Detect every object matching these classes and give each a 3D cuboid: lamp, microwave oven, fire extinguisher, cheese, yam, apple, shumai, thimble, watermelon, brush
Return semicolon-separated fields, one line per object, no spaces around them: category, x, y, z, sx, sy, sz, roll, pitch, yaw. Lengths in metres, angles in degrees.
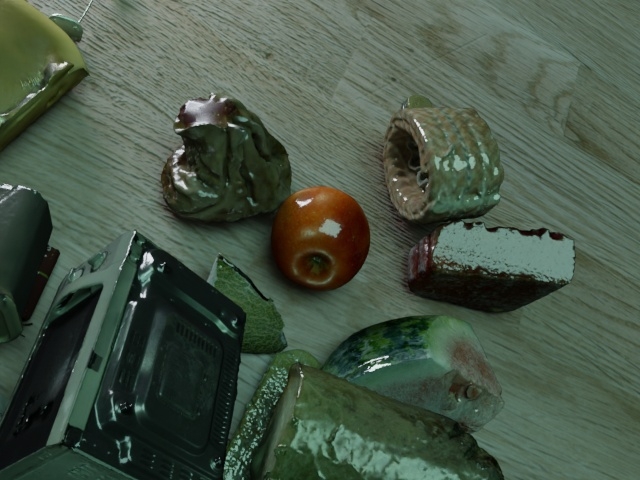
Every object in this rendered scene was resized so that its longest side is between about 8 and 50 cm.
lamp;-0.394;-0.422;1.160;0.056;0.050;0.198;23;61;-12
microwave oven;-0.219;0.171;0.811;0.237;0.181;0.295;41;32;-30
fire extinguisher;-0.403;0.066;0.945;0.056;0.039;0.132;12;62;6
cheese;-0.531;-0.283;1.000;0.316;0.128;0.259;39;50;-11
yam;0.066;0.293;0.871;0.300;0.195;0.195;20;60;3
apple;0.000;0.000;1.087;0.163;0.163;0.139;28;46;-11
shumai;-0.127;-0.127;1.068;0.218;0.185;0.184;3;67;-23
thimble;0.209;-0.133;1.195;0.148;0.229;0.196;-7;107;-15
watermelon;0.139;0.219;1.053;0.232;0.193;0.310;54;25;22
brush;0.224;-0.167;1.336;0.062;0.027;0.266;-11;73;-23

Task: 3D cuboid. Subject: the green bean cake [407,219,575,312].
green bean cake;0.280;0.041;1.173;0.232;0.198;0.097;13;62;-14

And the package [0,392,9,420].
package;-0.426;0.270;0.853;0.173;0.027;0.171;27;63;-11

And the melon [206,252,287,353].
melon;-0.140;0.113;1.030;0.139;0.093;0.202;-35;116;-6

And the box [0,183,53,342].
box;-0.492;0.010;0.867;0.274;0.138;0.178;13;53;-6

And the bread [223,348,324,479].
bread;-0.033;0.306;0.998;0.207;0.056;0.286;29;60;-8
